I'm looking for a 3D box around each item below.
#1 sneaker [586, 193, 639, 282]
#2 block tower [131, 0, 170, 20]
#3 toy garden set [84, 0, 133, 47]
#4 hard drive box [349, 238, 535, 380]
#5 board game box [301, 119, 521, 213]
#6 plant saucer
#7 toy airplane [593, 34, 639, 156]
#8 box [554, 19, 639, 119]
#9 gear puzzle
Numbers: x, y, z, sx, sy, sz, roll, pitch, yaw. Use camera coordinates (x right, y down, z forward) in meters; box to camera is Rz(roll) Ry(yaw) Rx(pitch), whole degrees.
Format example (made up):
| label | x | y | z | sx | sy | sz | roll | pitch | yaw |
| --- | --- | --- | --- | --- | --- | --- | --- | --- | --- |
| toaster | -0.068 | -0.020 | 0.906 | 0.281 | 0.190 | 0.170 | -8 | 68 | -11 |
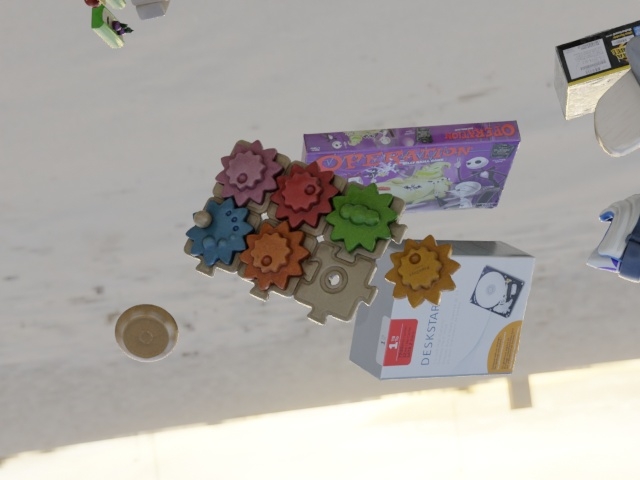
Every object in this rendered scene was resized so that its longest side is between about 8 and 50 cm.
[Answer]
| label | x | y | z | sx | sy | sz | roll | pitch | yaw |
| --- | --- | --- | --- | --- | --- | --- | --- | --- | --- |
| sneaker | 0.582 | 0.070 | 2.238 | 0.236 | 0.322 | 0.130 | -6 | 159 | 9 |
| block tower | -0.190 | -0.389 | 1.279 | 0.097 | 0.335 | 0.091 | -8 | -142 | 16 |
| toy garden set | -0.330 | -0.449 | 2.042 | 0.049 | 0.244 | 0.204 | 0 | 171 | 9 |
| hard drive box | 0.170 | 0.095 | 1.821 | 0.232 | 0.181 | 0.089 | 0 | -164 | -31 |
| board game box | 0.139 | -0.112 | 2.138 | 0.347 | 0.056 | 0.208 | -4 | 146 | -7 |
| plant saucer | -0.227 | 0.123 | 1.693 | 0.083 | 0.083 | 0.015 | -7 | -159 | 1 |
| toy airplane | 0.502 | -0.252 | 1.379 | 0.385 | 0.386 | 0.272 | 9 | -178 | -5 |
| box | 0.525 | -0.297 | 2.179 | 0.257 | 0.079 | 0.322 | -18 | 173 | 7 |
| gear puzzle | 0.000 | 0.000 | 1.494 | 0.339 | 0.175 | 0.044 | 22 | 170 | 25 |
